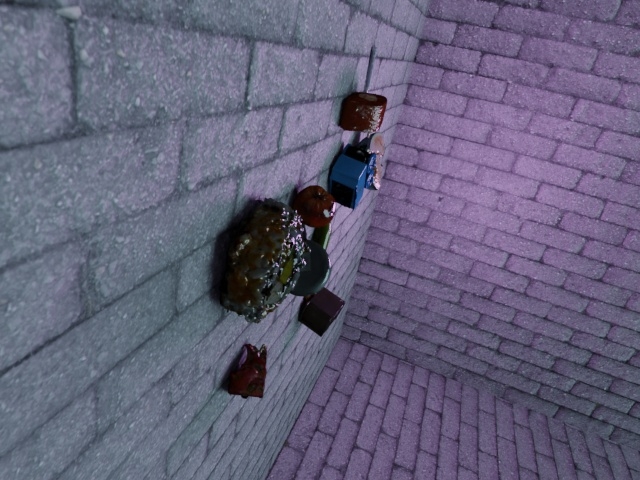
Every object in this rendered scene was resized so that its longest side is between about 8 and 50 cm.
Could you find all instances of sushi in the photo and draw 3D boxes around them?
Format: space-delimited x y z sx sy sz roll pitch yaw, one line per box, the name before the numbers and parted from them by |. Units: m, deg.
sushi | -0.162 0.066 1.312 0.417 0.176 0.417 18 90 -77

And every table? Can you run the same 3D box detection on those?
table | 0.005 0.407 2.391 0.193 0.169 0.172 -43 163 -50

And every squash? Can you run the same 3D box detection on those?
squash | 0.001 0.000 2.107 0.087 0.087 0.331 0 107 -76

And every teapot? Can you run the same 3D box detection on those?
teapot | -0.086 0.092 1.751 0.223 0.305 0.285 -33 170 -4

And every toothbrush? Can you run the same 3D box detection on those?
toothbrush | 0.239 -0.792 2.114 0.030 0.025 0.342 -96 -168 -55

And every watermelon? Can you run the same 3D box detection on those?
watermelon | 0.236 -0.448 2.331 0.175 0.188 0.321 26 66 -49

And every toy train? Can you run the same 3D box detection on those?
toy train | 0.157 -0.313 2.116 0.265 0.188 0.300 -61 167 -22

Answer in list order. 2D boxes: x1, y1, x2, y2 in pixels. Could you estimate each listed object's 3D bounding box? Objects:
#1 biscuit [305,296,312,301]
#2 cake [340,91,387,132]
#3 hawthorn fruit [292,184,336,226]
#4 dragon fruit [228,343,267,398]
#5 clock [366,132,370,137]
biscuit | -0.029 0.237 2.415 0.254 0.035 0.253 19 90 -77
cake | 0.206 -0.586 1.929 0.283 0.177 0.150 -53 158 -57
hawthorn fruit | -0.031 -0.124 1.642 0.179 0.173 0.173 -21 -150 44
dragon fruit | -0.273 0.498 1.610 0.262 0.134 0.211 117 -14 -66
clock | 0.259 -0.658 2.222 0.155 0.063 0.229 166 -68 -89
